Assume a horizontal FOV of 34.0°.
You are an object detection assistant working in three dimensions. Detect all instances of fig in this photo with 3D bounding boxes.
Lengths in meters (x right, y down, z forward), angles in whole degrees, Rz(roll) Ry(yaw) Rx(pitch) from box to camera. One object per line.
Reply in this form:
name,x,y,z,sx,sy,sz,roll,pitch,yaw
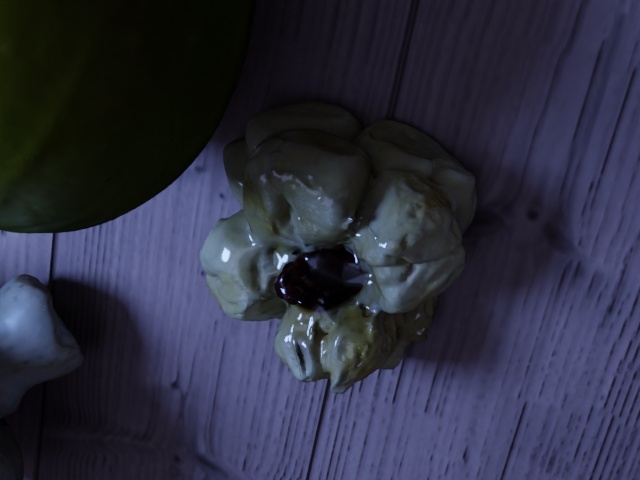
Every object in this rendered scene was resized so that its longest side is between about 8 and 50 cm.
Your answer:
fig,-0.169,-0.168,0.619,0.316,0.316,0.316,7,112,18

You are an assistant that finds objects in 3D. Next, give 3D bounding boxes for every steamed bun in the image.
steamed bun,0.000,0.000,0.710,0.192,0.106,0.177,33,116,8

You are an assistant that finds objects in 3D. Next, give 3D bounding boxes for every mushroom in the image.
mushroom,-0.303,0.113,0.833,0.243,0.243,0.243,7,112,18
